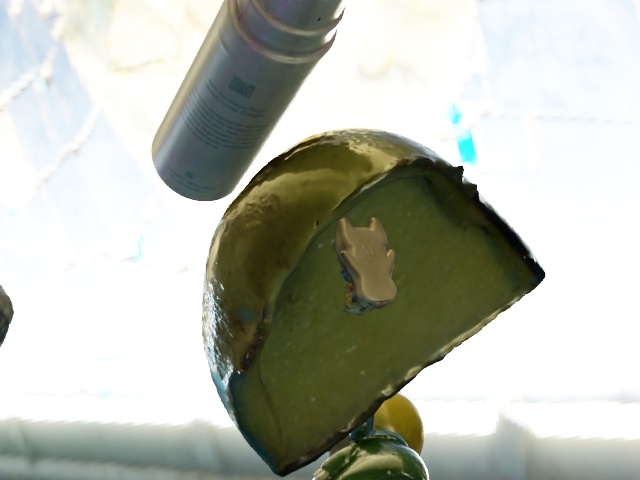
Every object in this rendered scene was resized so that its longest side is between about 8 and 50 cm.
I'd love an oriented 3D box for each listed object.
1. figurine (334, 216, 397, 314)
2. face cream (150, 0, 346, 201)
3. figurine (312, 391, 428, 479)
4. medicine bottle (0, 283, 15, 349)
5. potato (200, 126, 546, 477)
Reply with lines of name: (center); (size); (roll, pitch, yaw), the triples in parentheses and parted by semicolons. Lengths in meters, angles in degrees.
figurine: (0.032, 0.025, 1.303); (0.047, 0.083, 0.050); (0, 149, -18)
face cream: (-0.060, -0.153, 1.451); (0.102, 0.102, 0.345); (-17, 162, -30)
figurine: (0.041, 0.262, 1.894); (0.185, 0.127, 0.234); (-44, -155, 11)
medicine bottle: (-0.283, 0.112, 0.952); (0.139, 0.139, 0.237); (-7, -127, 51)
potato: (0.000, 0.000, 1.481); (0.330, 0.280, 0.213); (-38, -128, -12)
